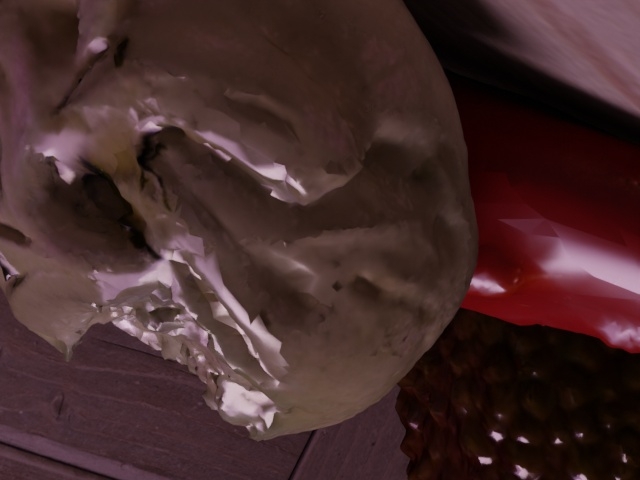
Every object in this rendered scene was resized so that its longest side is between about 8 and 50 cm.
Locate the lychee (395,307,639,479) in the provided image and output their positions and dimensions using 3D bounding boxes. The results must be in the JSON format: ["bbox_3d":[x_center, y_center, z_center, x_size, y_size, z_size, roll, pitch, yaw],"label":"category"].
[{"bbox_3d":[0.158,0.104,0.964,0.271,0.236,0.236,57,162,-27],"label":"lychee"}]

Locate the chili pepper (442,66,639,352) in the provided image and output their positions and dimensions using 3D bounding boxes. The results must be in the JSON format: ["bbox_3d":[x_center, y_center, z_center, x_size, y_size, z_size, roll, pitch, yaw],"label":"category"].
[{"bbox_3d":[0.059,-0.024,0.724,0.388,0.110,0.110,21,176,16],"label":"chili pepper"}]

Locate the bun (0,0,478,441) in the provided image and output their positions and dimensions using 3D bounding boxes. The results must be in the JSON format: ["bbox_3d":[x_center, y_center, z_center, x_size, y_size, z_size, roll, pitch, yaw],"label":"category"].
[{"bbox_3d":[-0.052,-0.019,0.642,0.210,0.116,0.237,-5,118,36],"label":"bun"}]
